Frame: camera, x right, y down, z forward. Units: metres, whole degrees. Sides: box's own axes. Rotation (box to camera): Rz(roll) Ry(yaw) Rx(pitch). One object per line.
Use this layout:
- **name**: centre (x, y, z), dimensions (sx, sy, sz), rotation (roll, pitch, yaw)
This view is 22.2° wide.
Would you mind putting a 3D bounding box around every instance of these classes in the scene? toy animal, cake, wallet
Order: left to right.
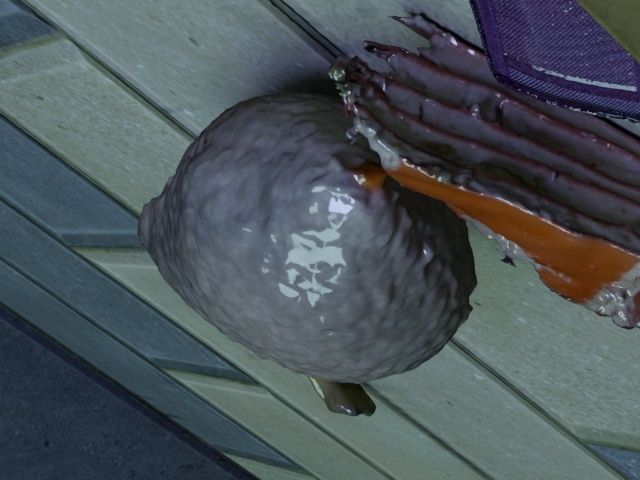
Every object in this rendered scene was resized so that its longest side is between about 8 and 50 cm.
- **toy animal**: centre (0.002, 0.000, 1.149), dimensions (0.226, 0.188, 0.358), rotation (33, 169, -9)
- **cake**: centre (0.126, -0.035, 1.000), dimensions (0.287, 0.098, 0.135), rotation (32, 164, -8)
- **wallet**: centre (0.128, -0.119, 0.868), dimensions (0.111, 0.030, 0.166), rotation (23, 162, 27)

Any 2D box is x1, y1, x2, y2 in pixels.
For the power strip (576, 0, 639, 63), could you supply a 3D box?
- **power strip**: centre (0.164, -0.118, 0.764), dimensions (0.305, 0.044, 0.064), rotation (38, 137, -28)
